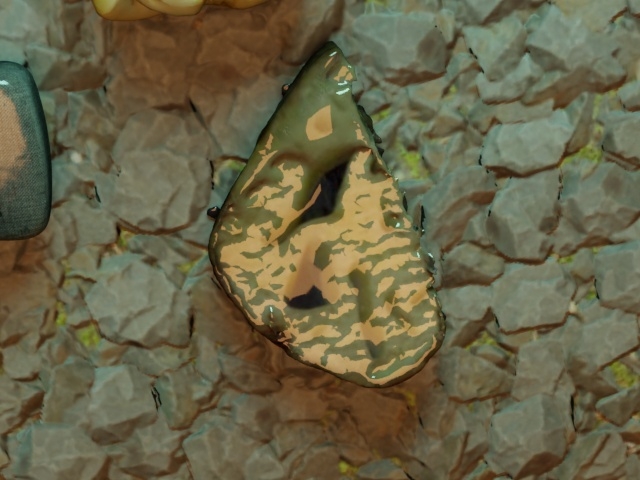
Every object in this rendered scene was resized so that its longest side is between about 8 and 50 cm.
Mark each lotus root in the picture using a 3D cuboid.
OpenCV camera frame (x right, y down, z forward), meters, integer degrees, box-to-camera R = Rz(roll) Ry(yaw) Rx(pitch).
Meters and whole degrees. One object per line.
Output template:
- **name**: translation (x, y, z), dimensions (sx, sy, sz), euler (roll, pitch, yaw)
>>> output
- **lotus root**: translation (0.000, 0.000, 0.932), dimensions (0.170, 0.074, 0.260), euler (-27, 110, 6)

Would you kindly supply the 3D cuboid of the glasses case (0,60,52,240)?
- **glasses case**: translation (-0.358, -0.056, 0.866), dimensions (0.323, 0.074, 0.131), euler (-5, 112, -5)

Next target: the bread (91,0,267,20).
- **bread**: translation (-0.086, -0.304, 0.783), dimensions (0.173, 0.121, 0.311), euler (-8, 111, -7)
